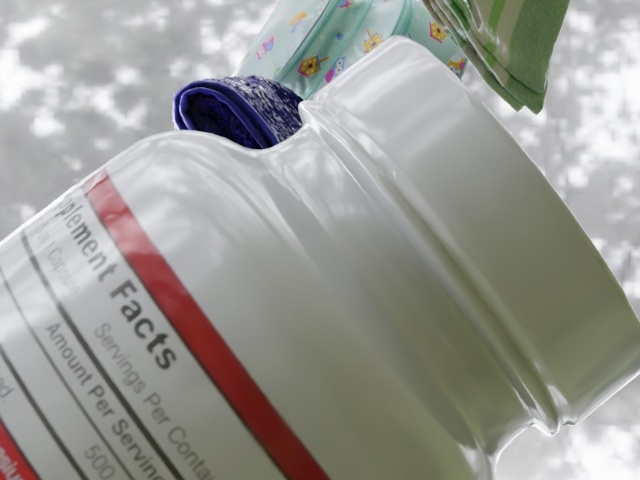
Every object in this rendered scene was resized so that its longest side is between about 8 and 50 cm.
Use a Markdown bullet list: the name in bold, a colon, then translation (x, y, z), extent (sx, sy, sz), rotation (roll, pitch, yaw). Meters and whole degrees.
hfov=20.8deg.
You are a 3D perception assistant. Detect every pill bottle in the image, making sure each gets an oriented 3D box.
- **pill bottle**: translation (-0.079, 0.104, 0.711), extent (0.408, 0.229, 0.229), rotation (-37, -56, -2)

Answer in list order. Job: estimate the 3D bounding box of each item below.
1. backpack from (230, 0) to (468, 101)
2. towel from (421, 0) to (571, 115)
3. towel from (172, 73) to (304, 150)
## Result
- **backpack**: translation (0.023, -0.134, 1.400), extent (0.144, 0.188, 0.166), rotation (40, -102, -30)
- **towel**: translation (0.117, -0.275, 1.296), extent (0.325, 0.038, 0.248), rotation (42, -121, -46)
- **towel**: translation (0.000, 0.000, 1.062), extent (0.076, 0.308, 0.227), rotation (-40, -89, 7)
